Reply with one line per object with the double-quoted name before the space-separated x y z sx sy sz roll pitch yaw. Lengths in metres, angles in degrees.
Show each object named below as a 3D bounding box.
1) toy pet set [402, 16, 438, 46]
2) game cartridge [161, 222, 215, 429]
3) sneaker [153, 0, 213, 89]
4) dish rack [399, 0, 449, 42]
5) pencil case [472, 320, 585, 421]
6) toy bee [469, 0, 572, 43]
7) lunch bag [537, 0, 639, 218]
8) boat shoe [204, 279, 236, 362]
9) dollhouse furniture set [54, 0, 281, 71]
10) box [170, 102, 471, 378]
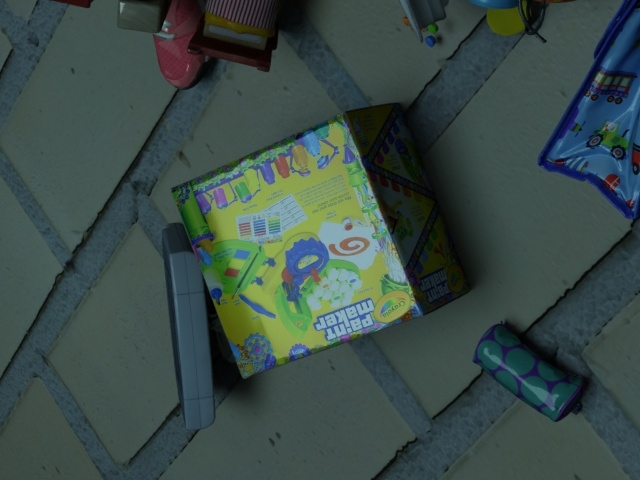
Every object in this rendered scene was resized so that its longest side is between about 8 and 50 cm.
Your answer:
"toy pet set" 0.132 -0.331 1.847 0.114 0.065 0.122 45 161 17
"game cartridge" -0.207 0.137 2.283 0.196 0.060 0.294 -112 17 -71
"sneaker" -0.238 -0.372 2.136 0.116 0.136 0.314 17 117 41
"dish rack" 0.066 -0.417 1.660 0.333 0.072 0.286 61 -174 -55
"pencil case" 0.271 0.170 1.881 0.151 0.070 0.064 36 163 27
"toy bee" 0.248 -0.312 1.687 0.195 0.162 0.298 110 148 -49
"lunch bag" 0.378 -0.199 1.521 0.138 0.221 0.293 34 126 30
"boat shoe" -0.153 0.110 2.283 0.066 0.063 0.184 20 118 39
"dollhouse furniture set" -0.221 -0.381 1.969 0.374 0.152 0.201 11 121 -1
"box" 0.000 0.000 1.949 0.290 0.177 0.279 -21 89 28
